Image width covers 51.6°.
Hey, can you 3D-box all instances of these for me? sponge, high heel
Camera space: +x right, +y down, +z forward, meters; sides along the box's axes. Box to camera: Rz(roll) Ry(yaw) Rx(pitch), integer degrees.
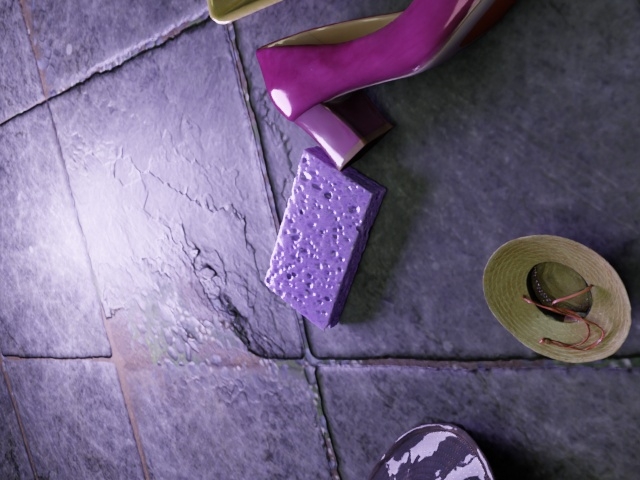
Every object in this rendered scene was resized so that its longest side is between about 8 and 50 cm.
[{"bbox_3d":[0.000,0.000,0.846,0.117,0.031,0.210,35,123,28],"label":"sponge"},{"bbox_3d":[0.060,-0.234,0.657,0.181,0.127,0.377,51,133,4],"label":"high heel"}]

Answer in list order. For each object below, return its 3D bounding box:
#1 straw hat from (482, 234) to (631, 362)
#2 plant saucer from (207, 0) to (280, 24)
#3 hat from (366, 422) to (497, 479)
[{"bbox_3d":[0.235,0.043,0.643,0.144,0.061,0.144,20,130,26],"label":"straw hat"},{"bbox_3d":[-0.013,-0.436,0.700,0.333,0.081,0.332,-5,100,40],"label":"plant saucer"},{"bbox_3d":[0.070,0.358,0.739,0.331,0.134,0.331,-47,36,49],"label":"hat"}]
